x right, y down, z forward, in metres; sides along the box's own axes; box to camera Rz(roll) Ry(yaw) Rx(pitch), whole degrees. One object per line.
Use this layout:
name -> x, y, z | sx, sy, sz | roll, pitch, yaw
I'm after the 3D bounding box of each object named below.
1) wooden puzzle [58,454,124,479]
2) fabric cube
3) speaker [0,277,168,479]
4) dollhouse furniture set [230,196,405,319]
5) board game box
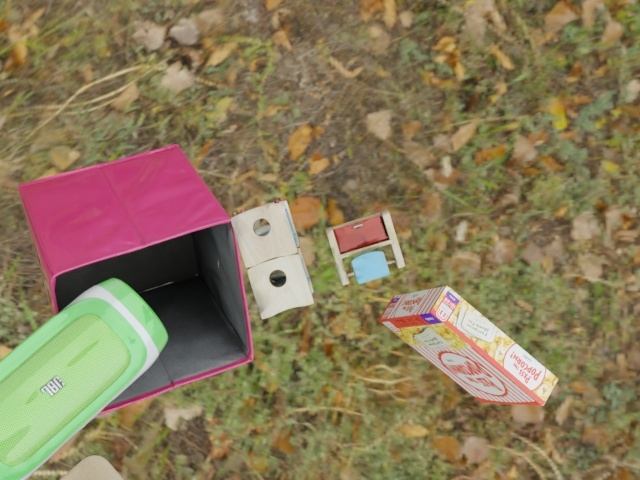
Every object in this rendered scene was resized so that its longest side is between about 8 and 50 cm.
wooden puzzle -> -0.455, 0.602, 1.802 | 0.348, 0.322, 0.081 | -38, 139, -19
fabric cube -> -0.270, 0.048, 1.444 | 0.259, 0.258, 0.254 | -18, 127, -18
speaker -> -0.329, 0.180, 1.204 | 0.296, 0.131, 0.131 | -43, 107, -21
dollhouse furniture set -> 0.000, 0.000, 1.207 | 0.183, 0.129, 0.129 | -17, 93, 1
board game box -> 0.187, 0.138, 1.270 | 0.193, 0.146, 0.045 | 39, 70, -12
